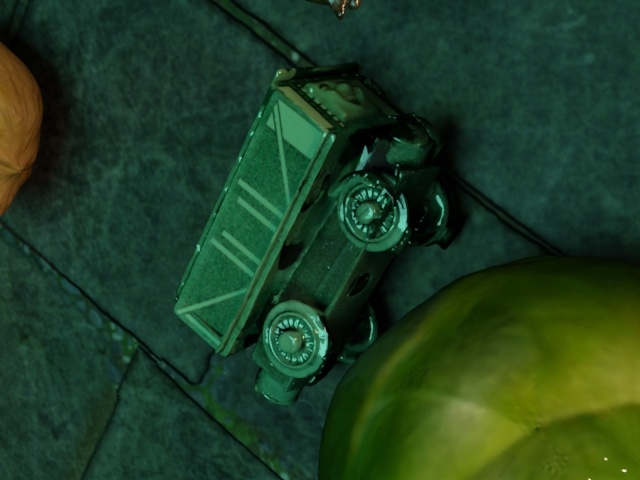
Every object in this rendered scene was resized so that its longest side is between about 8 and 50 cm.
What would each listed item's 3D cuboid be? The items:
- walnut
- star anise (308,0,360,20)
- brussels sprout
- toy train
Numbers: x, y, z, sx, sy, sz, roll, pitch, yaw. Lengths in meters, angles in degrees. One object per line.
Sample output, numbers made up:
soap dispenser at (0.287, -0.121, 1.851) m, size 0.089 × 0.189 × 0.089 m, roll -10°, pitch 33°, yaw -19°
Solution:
walnut at (-0.353, -0.106, 1.268) m, size 0.226 × 0.193 × 0.193 m, roll 34°, pitch 120°, yaw 23°
star anise at (-0.034, -0.272, 0.958) m, size 0.148 × 0.237 × 0.346 m, roll -31°, pitch 128°, yaw 7°
brussels sprout at (0.163, 0.201, 0.952) m, size 0.371 × 0.315 × 0.276 m, roll 54°, pitch 149°, yaw 3°
toy train at (0.000, 0.000, 1.105) m, size 0.154 × 0.115 × 0.269 m, roll 43°, pitch 124°, yaw 26°
